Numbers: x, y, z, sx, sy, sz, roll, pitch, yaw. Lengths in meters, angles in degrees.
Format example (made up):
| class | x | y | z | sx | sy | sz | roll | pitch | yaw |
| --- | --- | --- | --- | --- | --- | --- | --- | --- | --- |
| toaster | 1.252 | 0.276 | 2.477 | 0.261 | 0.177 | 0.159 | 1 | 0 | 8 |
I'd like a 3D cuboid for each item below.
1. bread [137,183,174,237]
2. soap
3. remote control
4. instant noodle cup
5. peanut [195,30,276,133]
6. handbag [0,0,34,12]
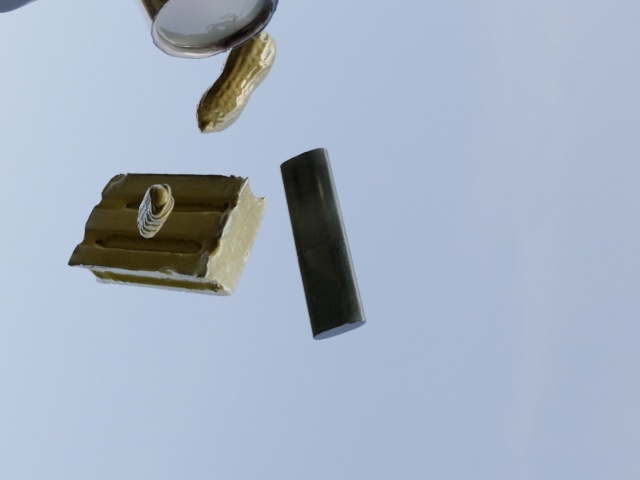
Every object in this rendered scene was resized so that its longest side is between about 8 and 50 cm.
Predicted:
| class | x | y | z | sx | sy | sz | roll | pitch | yaw |
| --- | --- | --- | --- | --- | --- | --- | --- | --- | --- |
| bread | -0.209 | -0.036 | 1.153 | 0.088 | 0.034 | 0.049 | 130 | -41 | -53 |
| soap | -0.259 | -0.013 | 1.544 | 0.315 | 0.091 | 0.199 | 2 | -121 | 33 |
| remote control | 0.000 | 0.000 | 1.713 | 0.107 | 0.044 | 0.377 | -24 | -120 | 20 |
| instant noodle cup | -0.168 | -0.370 | 1.191 | 0.217 | 0.217 | 0.207 | -29 | -110 | 20 |
| peanut | -0.186 | -0.341 | 1.984 | 0.101 | 0.117 | 0.263 | 32 | -89 | -2 |
| handbag | -0.625 | -0.613 | 1.838 | 0.275 | 0.178 | 0.301 | -39 | -101 | 11 |
